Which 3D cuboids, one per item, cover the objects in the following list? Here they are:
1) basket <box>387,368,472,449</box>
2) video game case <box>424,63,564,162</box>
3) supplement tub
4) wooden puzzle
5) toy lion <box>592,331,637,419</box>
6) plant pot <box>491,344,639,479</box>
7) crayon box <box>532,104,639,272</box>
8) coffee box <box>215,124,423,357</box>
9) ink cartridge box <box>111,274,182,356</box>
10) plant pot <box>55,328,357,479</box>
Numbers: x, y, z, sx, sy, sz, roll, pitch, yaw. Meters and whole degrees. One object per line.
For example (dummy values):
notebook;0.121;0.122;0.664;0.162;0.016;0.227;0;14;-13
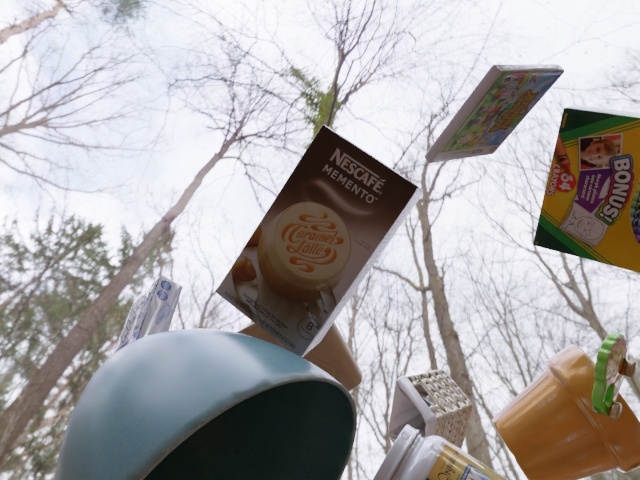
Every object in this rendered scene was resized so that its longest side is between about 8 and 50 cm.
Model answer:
basket;0.203;0.337;1.039;0.103;0.113;0.167;-12;-54;-22
video game case;0.310;-0.225;0.995;0.023;0.193;0.212;59;-40;23
supplement tub;0.172;0.355;0.740;0.199;0.144;0.144;29;-61;20
wooden puzzle;-0.095;0.346;1.568;0.347;0.080;0.322;-30;-74;-6
toy lion;0.381;0.175;0.730;0.034;0.100;0.096;13;-20;46
plant pot;0.401;0.309;0.922;0.188;0.205;0.205;-33;-72;7
crayon box;0.726;-0.125;1.357;0.313;0.106;0.363;18;-64;31
coffee box;0.000;0.000;0.696;0.141;0.098;0.247;35;-80;12
ink cartridge box;-0.280;0.160;0.858;0.046;0.207;0.097;34;-54;-25
plant pot;-0.135;0.203;0.556;0.195;0.290;0.290;33;-55;39
